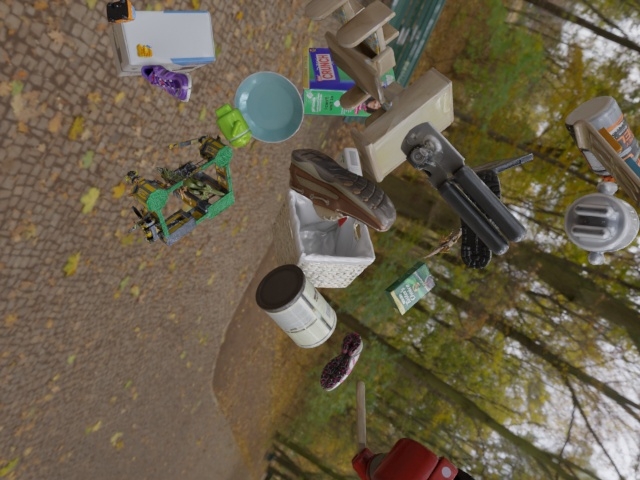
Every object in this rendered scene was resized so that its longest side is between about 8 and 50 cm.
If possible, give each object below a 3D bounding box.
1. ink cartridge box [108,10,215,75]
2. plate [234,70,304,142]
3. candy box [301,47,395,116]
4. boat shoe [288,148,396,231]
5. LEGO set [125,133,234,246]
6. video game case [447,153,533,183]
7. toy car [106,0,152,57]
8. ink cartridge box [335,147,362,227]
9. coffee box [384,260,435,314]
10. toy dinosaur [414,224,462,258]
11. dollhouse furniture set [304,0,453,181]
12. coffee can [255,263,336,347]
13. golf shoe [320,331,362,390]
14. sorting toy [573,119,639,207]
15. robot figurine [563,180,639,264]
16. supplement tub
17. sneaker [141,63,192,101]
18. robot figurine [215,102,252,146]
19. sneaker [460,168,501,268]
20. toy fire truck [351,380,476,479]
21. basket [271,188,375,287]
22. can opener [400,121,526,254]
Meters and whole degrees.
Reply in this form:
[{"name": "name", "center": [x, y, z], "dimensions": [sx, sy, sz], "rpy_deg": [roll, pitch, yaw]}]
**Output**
[{"name": "ink cartridge box", "center": [-0.446, -0.540, 1.359], "dimensions": [0.223, 0.307, 0.129], "rpy_deg": [-14, 108, -25]}, {"name": "plate", "center": [-0.134, -0.350, 1.286], "dimensions": [0.024, 0.188, 0.188], "rpy_deg": [-69, -179, -57]}, {"name": "candy box", "center": [0.091, -0.558, 1.717], "dimensions": [0.122, 0.317, 0.268], "rpy_deg": [93, -4, -50]}, {"name": "boat shoe", "center": [0.042, -0.104, 1.156], "dimensions": [0.123, 0.324, 0.116], "rpy_deg": [-8, 128, -45]}, {"name": "LEGO set", "center": [-0.395, -0.153, 1.318], "dimensions": [0.331, 0.192, 0.255], "rpy_deg": [-46, 152, -25]}, {"name": "video game case", "center": [0.562, -0.240, 1.673], "dimensions": [0.274, 0.026, 0.196], "rpy_deg": [-23, -170, -31]}, {"name": "toy car", "center": [-0.349, -0.382, 0.900], "dimensions": [0.060, 0.122, 0.040], "rpy_deg": [-18, -178, 29]}, {"name": "ink cartridge box", "center": [0.071, -0.170, 1.618], "dimensions": [0.224, 0.056, 0.180], "rpy_deg": [132, -45, -56]}, {"name": "coffee box", "center": [0.328, 0.173, 1.783], "dimensions": [0.184, 0.113, 0.040], "rpy_deg": [-36, -155, -19]}, {"name": "toy dinosaur", "center": [0.429, 0.022, 1.717], "dimensions": [0.211, 0.064, 0.112], "rpy_deg": [-36, 169, 12]}, {"name": "dollhouse furniture set", "center": [0.116, -0.390, 1.287], "dimensions": [0.256, 0.394, 0.362], "rpy_deg": [-39, 152, -2]}, {"name": "coffee can", "center": [-0.087, 0.251, 1.842], "dimensions": [0.201, 0.202, 0.275], "rpy_deg": [-58, 134, -25]}, {"name": "golf shoe", "center": [0.069, 0.361, 1.418], "dimensions": [0.186, 0.068, 0.086], "rpy_deg": [-51, 145, -25]}, {"name": "sorting toy", "center": [0.608, -0.155, 0.999], "dimensions": [0.038, 0.208, 0.193], "rpy_deg": [-42, 155, 20]}, {"name": "robot figurine", "center": [0.988, -0.061, 1.717], "dimensions": [0.354, 0.200, 0.299], "rpy_deg": [3, 99, -49]}, {"name": "supplement tub", "center": [0.692, -0.243, 1.192], "dimensions": [0.117, 0.190, 0.117], "rpy_deg": [-36, -161, 15]}, {"name": "sneaker", "center": [-0.367, -0.376, 1.163], "dimensions": [0.071, 0.170, 0.068], "rpy_deg": [-14, 125, -49]}, {"name": "robot figurine", "center": [-0.219, -0.287, 1.238], "dimensions": [0.067, 0.115, 0.101], "rpy_deg": [-30, -162, 2]}, {"name": "sneaker", "center": [0.457, -0.071, 1.406], "dimensions": [0.124, 0.107, 0.283], "rpy_deg": [-35, 131, -58]}, {"name": "toy fire truck", "center": [0.120, 0.363, 0.814], "dimensions": [0.158, 0.246, 0.217], "rpy_deg": [-41, 167, -28]}, {"name": "basket", "center": [0.000, 0.000, 2.000], "dimensions": [0.266, 0.331, 0.328], "rpy_deg": [124, -39, -50]}, {"name": "can opener", "center": [0.262, -0.103, 0.905], "dimensions": [0.076, 0.283, 0.095], "rpy_deg": [-45, 171, 28]}]
